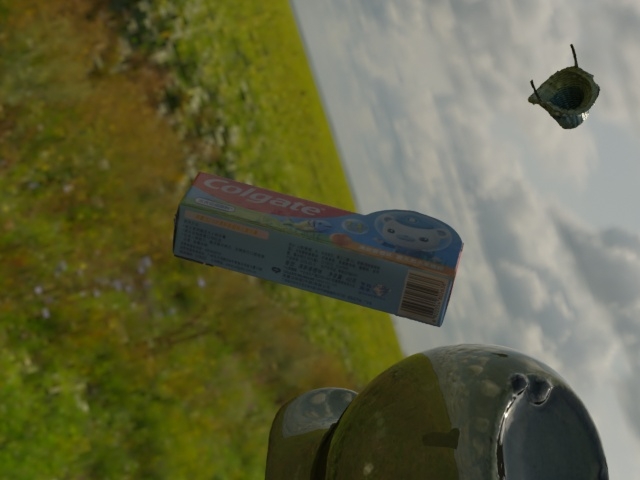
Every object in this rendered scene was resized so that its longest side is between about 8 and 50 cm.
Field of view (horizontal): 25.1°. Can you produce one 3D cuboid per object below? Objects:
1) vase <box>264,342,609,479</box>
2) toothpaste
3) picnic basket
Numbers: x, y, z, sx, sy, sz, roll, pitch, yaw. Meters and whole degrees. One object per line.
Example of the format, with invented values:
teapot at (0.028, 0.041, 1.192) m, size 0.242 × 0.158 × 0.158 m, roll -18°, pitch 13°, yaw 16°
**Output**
vase at (0.071, 0.252, 1.246) m, size 0.241 × 0.302 × 0.329 m, roll 47°, pitch 49°, yaw -24°
toothpaste at (0.000, 0.000, 0.993) m, size 0.070 × 0.193 × 0.044 m, roll -66°, pitch 170°, yaw -57°
picnic basket at (0.253, -0.158, 1.501) m, size 0.083 × 0.065 × 0.083 m, roll 31°, pitch -20°, yaw 53°
